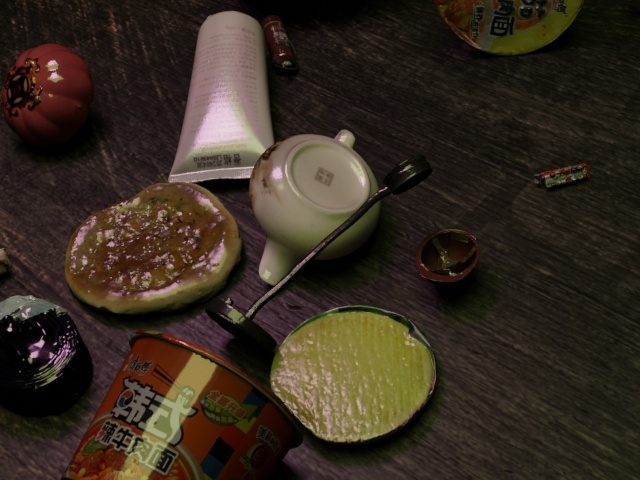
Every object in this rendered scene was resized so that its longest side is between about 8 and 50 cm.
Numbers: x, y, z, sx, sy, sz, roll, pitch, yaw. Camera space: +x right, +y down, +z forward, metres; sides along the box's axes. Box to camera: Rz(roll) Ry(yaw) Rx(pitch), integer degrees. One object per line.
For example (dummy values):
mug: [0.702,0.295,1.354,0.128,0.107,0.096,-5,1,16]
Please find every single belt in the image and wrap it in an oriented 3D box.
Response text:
belt: [-0.414,0.156,1.484,0.198,0.078,0.151,29,60,33]

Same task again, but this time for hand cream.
hand cream: [-0.157,-0.240,1.800,0.186,0.118,0.358,-3,54,4]

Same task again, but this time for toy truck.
toy truck: [0.373,-0.101,1.618,0.083,0.024,0.032,-14,24,-6]

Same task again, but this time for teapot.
teapot: [-0.006,-0.068,1.585,0.204,0.139,0.298,31,52,1]

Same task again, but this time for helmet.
helmet: [0.181,0.039,1.499,0.089,0.057,0.111,15,47,19]

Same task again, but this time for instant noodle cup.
instant noodle cup: [0.329,-0.487,1.845,0.265,0.264,0.200,-4,38,7]
instant noodle cup: [-0.175,0.256,1.251,0.250,0.250,0.192,20,62,26]

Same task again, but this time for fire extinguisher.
fire extinguisher: [-0.074,-0.354,1.923,0.064,0.043,0.158,19,37,-32]

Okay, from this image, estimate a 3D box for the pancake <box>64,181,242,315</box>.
pancake: [-0.259,0.014,1.611,0.283,0.049,0.282,-7,47,8]

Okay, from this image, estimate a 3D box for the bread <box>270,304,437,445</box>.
bread: [0.044,0.180,1.410,0.229,0.033,0.228,-4,48,4]

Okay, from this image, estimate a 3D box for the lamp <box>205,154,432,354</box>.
lamp: [0.020,0.031,1.459,0.371,0.130,0.108,-33,75,-9]

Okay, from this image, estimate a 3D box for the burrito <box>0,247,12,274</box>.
burrito: [-0.551,0.055,1.626,0.149,0.041,0.055,-25,61,-12]

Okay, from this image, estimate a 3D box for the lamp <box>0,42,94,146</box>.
lamp: [-0.469,-0.251,1.827,0.182,0.140,0.181,-5,82,37]
